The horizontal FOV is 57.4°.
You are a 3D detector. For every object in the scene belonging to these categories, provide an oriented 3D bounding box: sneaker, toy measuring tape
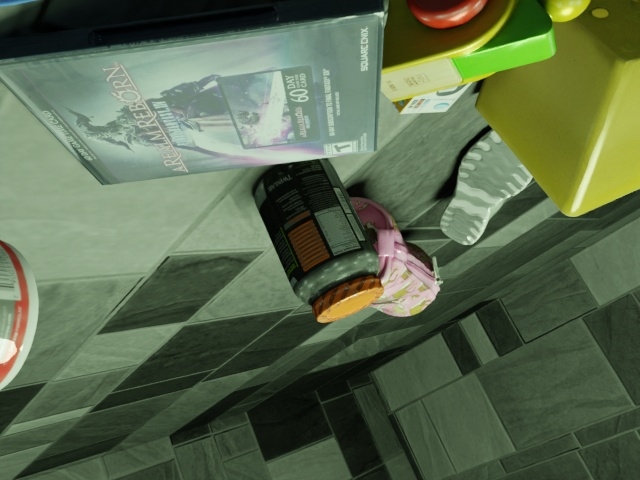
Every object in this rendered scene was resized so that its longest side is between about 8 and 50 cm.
[{"bbox_3d":[0.284,-0.115,0.980,0.115,0.105,0.281,-53,173,-34],"label":"sneaker"},{"bbox_3d":[0.062,-0.189,0.525,0.330,0.121,0.121,-9,168,25],"label":"toy measuring tape"}]

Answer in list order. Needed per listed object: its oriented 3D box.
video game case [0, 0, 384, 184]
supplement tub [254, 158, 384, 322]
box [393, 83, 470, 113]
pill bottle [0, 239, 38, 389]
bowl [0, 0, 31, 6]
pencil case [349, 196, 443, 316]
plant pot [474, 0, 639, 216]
[{"bbox_3d":[-0.087,-0.112,0.486,0.275,0.026,0.196,-8,160,1],"label":"video game case"},{"bbox_3d":[0.000,0.000,0.744,0.117,0.190,0.117,-22,161,-8],"label":"supplement tub"},{"bbox_3d":[0.143,-0.190,0.675,0.081,0.028,0.136,-11,154,-34],"label":"box"},{"bbox_3d":[-0.396,0.057,0.464,0.161,0.161,0.283,-32,159,18],"label":"pill bottle"},{"bbox_3d":[-0.156,-0.174,0.112,0.392,0.077,0.391,-9,171,-1],"label":"bowl"},{"bbox_3d":[0.099,0.043,1.020,0.167,0.160,0.386,-38,157,10],"label":"pencil case"},{"bbox_3d":[0.325,-0.193,0.654,0.212,0.212,0.187,-23,147,-7],"label":"plant pot"}]
